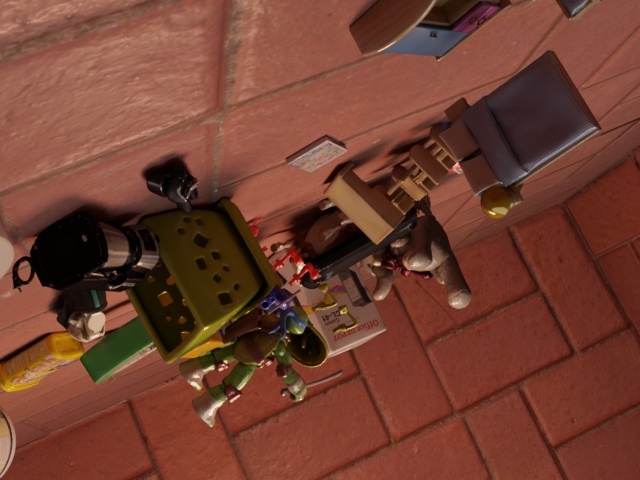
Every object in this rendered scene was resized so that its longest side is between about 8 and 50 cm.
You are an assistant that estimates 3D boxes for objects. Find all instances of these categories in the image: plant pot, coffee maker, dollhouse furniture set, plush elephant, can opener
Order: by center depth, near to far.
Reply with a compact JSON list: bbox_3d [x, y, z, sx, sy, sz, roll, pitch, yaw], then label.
[{"bbox_3d":[0.238,-0.212,1.066,0.286,0.304,0.198,-35,167,38],"label":"dollhouse furniture set"},{"bbox_3d":[-0.221,-0.083,1.318,0.186,0.073,0.059,66,50,-82],"label":"can opener"},{"bbox_3d":[-0.373,0.024,1.339,0.171,0.120,0.178,-4,174,17],"label":"coffee maker"},{"bbox_3d":[-0.225,0.066,1.547,0.207,0.227,0.228,-25,170,-37],"label":"plant pot"},{"bbox_3d":[0.152,-0.139,1.770,0.242,0.161,0.212,-45,179,-27],"label":"dollhouse furniture set"},{"bbox_3d":[0.208,0.044,2.225,0.255,0.330,0.271,-30,139,25],"label":"plush elephant"}]

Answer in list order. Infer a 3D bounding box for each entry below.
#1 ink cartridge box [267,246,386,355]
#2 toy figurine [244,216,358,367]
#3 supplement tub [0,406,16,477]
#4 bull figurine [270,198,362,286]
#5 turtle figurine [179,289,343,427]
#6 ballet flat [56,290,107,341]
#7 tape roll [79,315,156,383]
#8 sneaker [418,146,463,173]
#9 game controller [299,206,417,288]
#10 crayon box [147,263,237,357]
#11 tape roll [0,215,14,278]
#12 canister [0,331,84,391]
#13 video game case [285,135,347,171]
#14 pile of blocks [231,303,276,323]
[{"bbox_3d":[0.010,0.152,2.231,0.226,0.306,0.131,-17,166,-42],"label":"ink cartridge box"},{"bbox_3d":[-0.094,0.097,1.907,0.191,0.362,0.217,-44,-167,6],"label":"toy figurine"},{"bbox_3d":[-0.897,0.493,1.954,0.235,0.236,0.325,-26,169,1],"label":"supplement tub"},{"bbox_3d":[0.000,0.000,2.010,0.310,0.101,0.188,-45,159,29],"label":"bull figurine"},{"bbox_3d":[-0.113,0.238,1.584,0.266,0.198,0.274,-32,174,3],"label":"turtle figurine"},{"bbox_3d":[-0.479,0.151,1.672,0.095,0.096,0.280,-22,169,-24],"label":"ballet flat"},{"bbox_3d":[-0.442,0.239,2.072,0.321,0.077,0.321,-33,176,-2],"label":"tape roll"},{"bbox_3d":[0.366,-0.195,1.871,0.313,0.136,0.116,-30,167,22],"label":"sneaker"},{"bbox_3d":[0.090,0.018,1.975,0.319,0.067,0.166,-29,175,-12],"label":"game controller"},{"bbox_3d":[-0.289,0.156,1.842,0.083,0.203,0.323,-27,169,6],"label":"crayon box"},{"bbox_3d":[-0.587,0.052,1.039,0.391,0.072,0.392,-26,169,-5],"label":"tape roll"},{"bbox_3d":[-0.657,0.282,1.942,0.169,0.073,0.126,-31,169,15],"label":"canister"},{"bbox_3d":[-0.006,-0.158,1.530,0.087,0.011,0.122,-29,168,16],"label":"video game case"},{"bbox_3d":[-0.194,0.203,2.424,0.362,0.149,0.112,-17,166,-41],"label":"pile of blocks"}]
